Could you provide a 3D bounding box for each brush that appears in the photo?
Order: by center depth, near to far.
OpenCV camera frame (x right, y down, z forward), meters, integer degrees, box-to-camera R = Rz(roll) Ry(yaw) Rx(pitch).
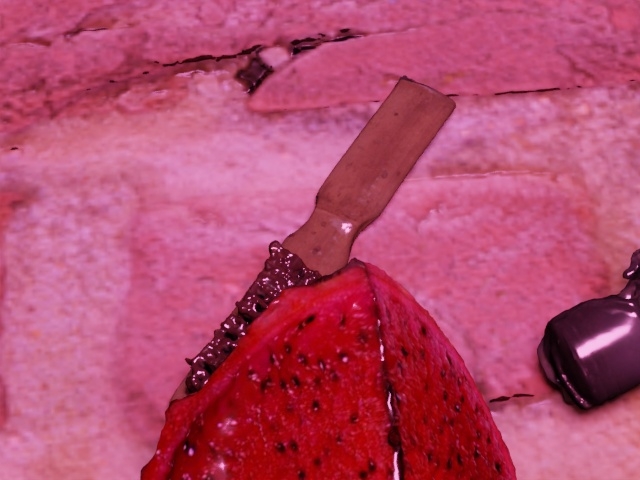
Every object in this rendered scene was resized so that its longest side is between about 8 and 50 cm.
[{"bbox_3d":[0.000,0.000,1.029,0.043,0.036,0.248,31,65,11],"label":"brush"}]

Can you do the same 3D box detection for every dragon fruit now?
[{"bbox_3d":[0.020,0.161,0.884,0.189,0.163,0.261,8,60,-28],"label":"dragon fruit"}]

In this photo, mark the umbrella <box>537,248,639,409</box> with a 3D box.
[{"bbox_3d":[0.274,-0.016,0.974,0.336,0.154,0.128,-16,22,-10],"label":"umbrella"}]
